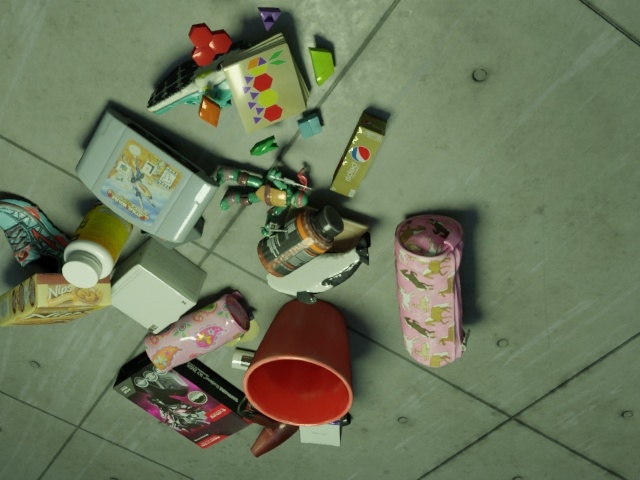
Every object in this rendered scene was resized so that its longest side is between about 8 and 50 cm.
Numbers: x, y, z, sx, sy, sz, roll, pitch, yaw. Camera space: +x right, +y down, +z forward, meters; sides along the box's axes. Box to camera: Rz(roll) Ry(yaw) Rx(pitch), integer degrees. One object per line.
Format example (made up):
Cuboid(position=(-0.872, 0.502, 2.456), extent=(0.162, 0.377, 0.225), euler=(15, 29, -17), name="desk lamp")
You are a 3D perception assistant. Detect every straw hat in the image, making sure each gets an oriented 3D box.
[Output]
Cuboid(position=(-0.243, 0.255, 2.022), extent=(0.144, 0.061, 0.144), euler=(5, 130, 6), name="straw hat")

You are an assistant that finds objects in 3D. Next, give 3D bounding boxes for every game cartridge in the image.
Cuboid(position=(-0.396, -0.133, 1.663), extent=(0.297, 0.062, 0.198), euler=(35, 108, -3), name="game cartridge")

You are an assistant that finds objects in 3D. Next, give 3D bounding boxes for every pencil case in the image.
Cuboid(position=(0.265, 0.121, 1.754), extent=(0.167, 0.160, 0.386), euler=(-7, 128, 6), name="pencil case")
Cuboid(position=(-0.322, 0.241, 1.955), extent=(0.284, 0.124, 0.124), euler=(-28, 121, 14), name="pencil case")

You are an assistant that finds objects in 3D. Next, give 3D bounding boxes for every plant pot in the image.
Cuboid(position=(-0.040, 0.300, 1.902), extent=(0.274, 0.243, 0.275), euler=(5, 129, 6), name="plant pot")

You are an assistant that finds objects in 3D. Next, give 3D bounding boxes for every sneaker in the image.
Cuboid(position=(-0.723, 0.002, 1.851), extent=(0.104, 0.125, 0.262), euler=(-33, 118, 31), name="sneaker")
Cuboid(position=(-0.235, -0.307, 1.523), extent=(0.275, 0.107, 0.110), euler=(-14, 135, 21), name="sneaker")

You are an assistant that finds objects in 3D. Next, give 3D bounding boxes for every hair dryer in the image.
Cuboid(position=(-0.155, 0.526, 2.186), extent=(0.223, 0.080, 0.294), euler=(-2, 123, -22), name="hair dryer")

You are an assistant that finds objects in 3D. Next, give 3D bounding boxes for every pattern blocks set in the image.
Cuboid(position=(-0.110, -0.310, 1.469), extent=(0.285, 0.026, 0.325), euler=(-17, 137, -10), name="pattern blocks set")

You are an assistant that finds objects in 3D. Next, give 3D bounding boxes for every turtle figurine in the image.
Cuboid(position=(-0.116, -0.099, 1.664), extent=(0.234, 0.118, 0.175), euler=(13, 118, 20), name="turtle figurine")

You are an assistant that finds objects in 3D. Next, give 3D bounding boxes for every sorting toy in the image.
Cuboid(position=(0.000, 0.000, 1.783), extent=(0.193, 0.038, 0.208), euler=(18, 135, -5), name="sorting toy")

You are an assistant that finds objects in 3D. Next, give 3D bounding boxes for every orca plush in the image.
Cuboid(position=(0.011, 0.057, 1.773), extent=(0.287, 0.102, 0.151), euler=(-34, 74, 27), name="orca plush")

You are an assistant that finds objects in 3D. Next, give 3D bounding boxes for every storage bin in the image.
Cuboid(position=(-0.350, -0.032, 1.784), extent=(0.135, 0.098, 0.091), euler=(-20, 134, 25), name="storage bin")

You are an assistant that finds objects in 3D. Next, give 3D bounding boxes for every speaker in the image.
Cuboid(position=(-0.181, 0.345, 2.091), extent=(0.136, 0.055, 0.055), euler=(11, 131, 2), name="speaker")

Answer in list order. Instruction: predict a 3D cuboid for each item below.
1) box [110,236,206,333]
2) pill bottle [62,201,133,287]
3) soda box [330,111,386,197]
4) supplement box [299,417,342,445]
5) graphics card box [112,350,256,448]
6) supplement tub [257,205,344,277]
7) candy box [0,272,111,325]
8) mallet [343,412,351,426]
Cuboid(position=(-0.424, 0.116, 1.898), extent=(0.182, 0.119, 0.181), euler=(39, 125, -22), name="box")
Cuboid(position=(-0.534, 0.011, 1.766), extent=(0.117, 0.215, 0.117), euler=(5, 130, 6), name="pill bottle")
Cuboid(position=(0.081, -0.182, 1.593), extent=(0.058, 0.061, 0.181), euler=(21, 131, -7), name="soda box")
Cuboid(position=(0.013, 0.435, 2.022), extent=(0.111, 0.220, 0.114), euler=(4, 133, 8), name="supplement box")
Cuboid(position=(-0.400, 0.463, 2.205), extent=(0.232, 0.094, 0.371), euler=(-32, 117, 31), name="graphics card box")
Cuboid(position=(-0.042, -0.001, 1.681), extent=(0.198, 0.106, 0.106), euler=(-32, 118, 28), name="supplement tub")
Cuboid(position=(-0.679, 0.152, 1.879), extent=(0.182, 0.088, 0.316), euler=(1, 167, -39), name="candy box")
Cuboid(position=(0.018, 0.489, 2.188), extent=(0.062, 0.039, 0.190), euler=(-25, 120, 25), name="mallet")
